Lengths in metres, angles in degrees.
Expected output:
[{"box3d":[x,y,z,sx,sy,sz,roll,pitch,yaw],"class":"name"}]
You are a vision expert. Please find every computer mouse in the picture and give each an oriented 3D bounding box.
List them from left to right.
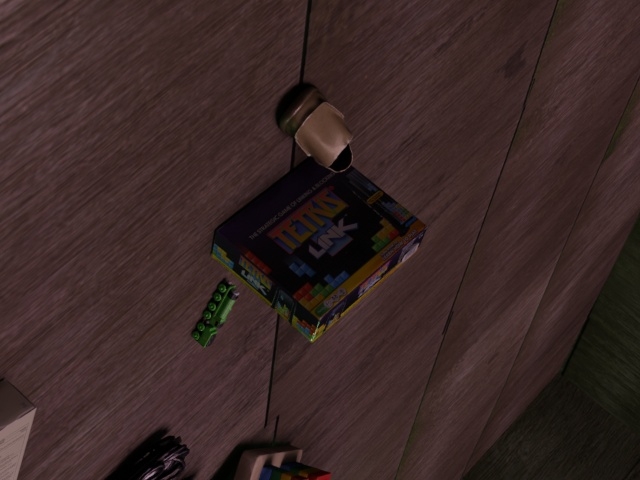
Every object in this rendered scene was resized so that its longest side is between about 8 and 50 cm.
[{"box3d":[-0.233,0.353,1.614,0.188,0.072,0.272,-39,146,-29],"class":"computer mouse"}]

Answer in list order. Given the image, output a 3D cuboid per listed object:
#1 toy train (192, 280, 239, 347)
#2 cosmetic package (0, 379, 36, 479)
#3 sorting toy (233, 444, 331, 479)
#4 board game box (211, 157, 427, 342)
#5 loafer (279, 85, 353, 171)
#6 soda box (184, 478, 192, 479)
[{"box3d":[-0.111,0.079,1.427,0.017,0.023,0.083,-20,145,-58],"class":"toy train"},{"box3d":[-0.289,0.180,1.159,0.060,0.041,0.115,-31,153,-46],"class":"cosmetic package"},{"box3d":[-0.076,0.439,1.962,0.257,0.089,0.255,26,81,-75],"class":"sorting toy"},{"box3d":[0.000,0.000,1.347,0.170,0.141,0.048,-40,162,-32],"class":"board game box"},{"box3d":[0.003,-0.105,1.297,0.056,0.050,0.148,-52,163,1],"class":"loafer"},{"box3d":[-0.180,0.403,1.776,0.169,0.060,0.053,-66,-157,16],"class":"soda box"}]
